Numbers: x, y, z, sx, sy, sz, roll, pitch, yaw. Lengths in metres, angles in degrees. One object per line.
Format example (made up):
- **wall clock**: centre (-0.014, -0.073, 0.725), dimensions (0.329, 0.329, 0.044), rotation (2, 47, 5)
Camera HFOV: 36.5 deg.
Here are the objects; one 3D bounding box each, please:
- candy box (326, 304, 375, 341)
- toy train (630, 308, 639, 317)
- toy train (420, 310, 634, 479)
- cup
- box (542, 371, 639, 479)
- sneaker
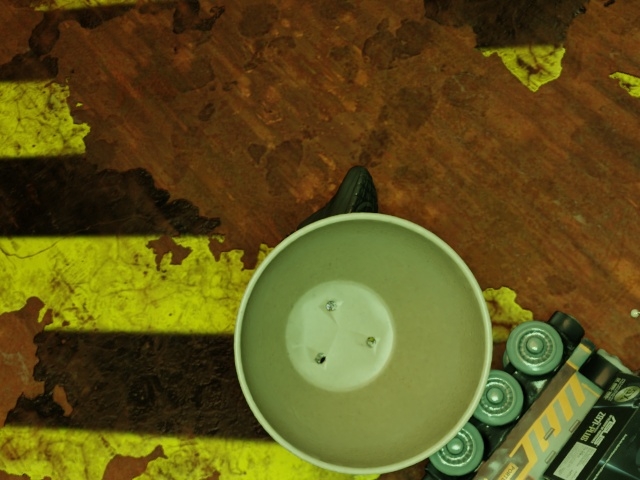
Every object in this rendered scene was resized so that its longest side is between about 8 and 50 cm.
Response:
- **candy box**: centre (0.067, 0.103, 1.478), dimensions (0.206, 0.027, 0.105), rotation (-17, 92, -8)
- **toy train**: centre (0.518, 0.055, 1.398), dimensions (0.125, 0.046, 0.166), rotation (5, 68, 20)
- **toy train**: centre (0.284, 0.260, 1.336), dimensions (0.190, 0.142, 0.334), rotation (38, 79, 17)
- **cup**: centre (0.041, 0.135, 1.336), dimensions (0.331, 0.237, 0.331), rotation (0, 87, -8)
- **box**: centre (0.401, 0.287, 1.253), dimensions (0.180, 0.147, 0.077), rotation (-49, 19, -13)
- **sneaker**: centre (0.000, 0.000, 1.566), dimensions (0.130, 0.109, 0.286), rotation (15, 70, 28)
